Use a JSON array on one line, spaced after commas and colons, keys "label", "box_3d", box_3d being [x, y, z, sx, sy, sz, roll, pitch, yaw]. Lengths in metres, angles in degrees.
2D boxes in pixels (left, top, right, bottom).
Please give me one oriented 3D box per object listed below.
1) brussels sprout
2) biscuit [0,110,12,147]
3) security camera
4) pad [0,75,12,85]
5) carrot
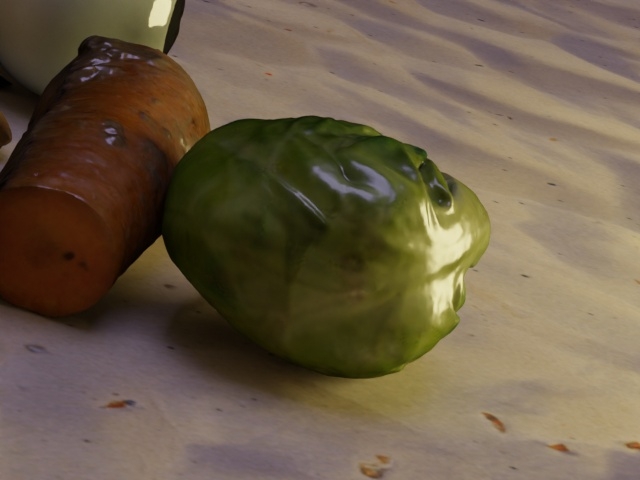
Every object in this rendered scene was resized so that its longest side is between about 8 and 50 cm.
[{"label": "brussels sprout", "box_3d": [0.000, 0.000, 1.281, 0.223, 0.161, 0.223, 17, 2, -1]}, {"label": "biscuit", "box_3d": [-0.317, -0.157, 1.443, 0.212, 0.041, 0.238, 51, 4, 12]}, {"label": "security camera", "box_3d": [-0.211, -0.215, 1.648, 0.194, 0.195, 0.236, 2, 23, -35]}, {"label": "pad", "box_3d": [-0.364, -0.151, 1.627, 0.193, 0.004, 0.116, -2, 25, -40]}, {"label": "carrot", "box_3d": [-0.148, -0.049, 1.351, 0.138, 0.139, 0.302, 15, 27, -2]}]
